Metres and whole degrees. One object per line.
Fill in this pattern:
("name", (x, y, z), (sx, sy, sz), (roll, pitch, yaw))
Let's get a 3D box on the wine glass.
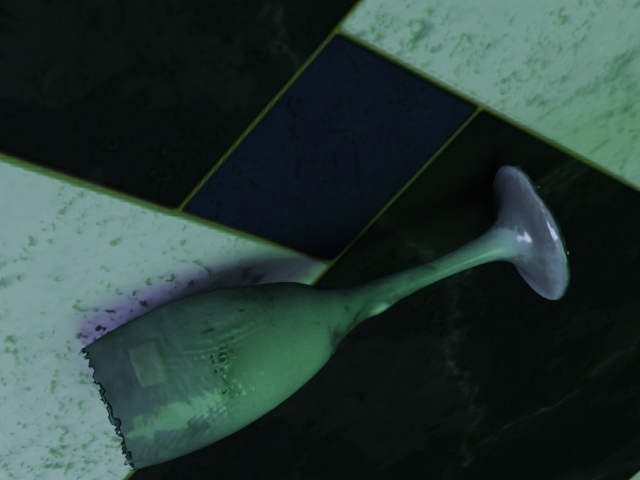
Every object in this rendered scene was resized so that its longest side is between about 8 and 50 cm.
("wine glass", (0.000, 0.000, 0.821), (0.309, 0.096, 0.264), (-21, 146, -12))
